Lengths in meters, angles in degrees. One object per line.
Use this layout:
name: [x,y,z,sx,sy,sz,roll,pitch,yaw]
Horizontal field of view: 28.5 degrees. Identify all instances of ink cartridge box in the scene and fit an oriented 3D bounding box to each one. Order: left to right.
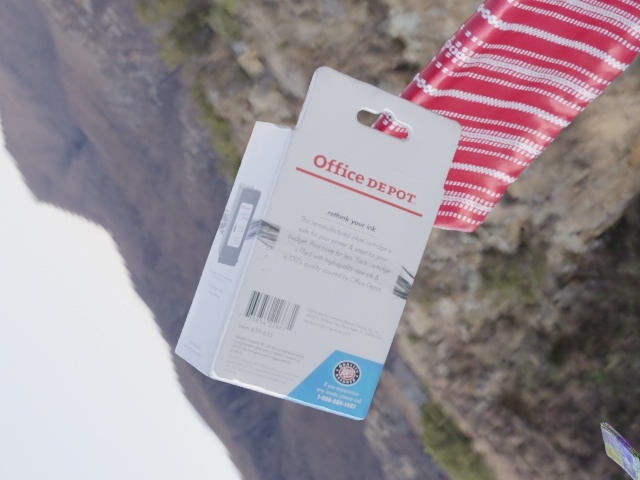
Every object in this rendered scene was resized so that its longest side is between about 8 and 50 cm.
ink cartridge box: [0.000,0.000,0.721,0.104,0.180,0.060,20,179,-25]

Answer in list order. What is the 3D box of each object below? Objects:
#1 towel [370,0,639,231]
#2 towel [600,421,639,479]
towel: [0.135,-0.105,0.857,0.198,0.275,0.031,6,-137,-53]
towel: [0.379,0.269,1.573,0.083,0.009,0.060,49,160,55]
